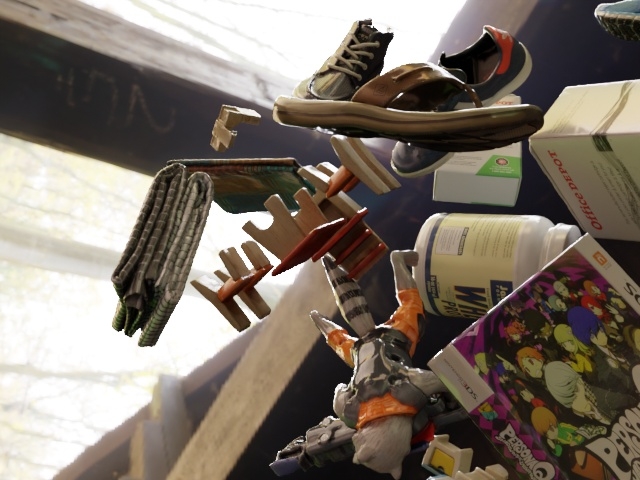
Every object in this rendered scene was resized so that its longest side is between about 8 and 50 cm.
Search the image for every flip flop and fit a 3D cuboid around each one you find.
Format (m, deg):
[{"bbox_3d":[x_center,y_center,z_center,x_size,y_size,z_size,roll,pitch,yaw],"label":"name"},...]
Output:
[{"bbox_3d":[0.081,-0.137,0.844,0.277,0.112,0.080,10,-89,28],"label":"flip flop"}]

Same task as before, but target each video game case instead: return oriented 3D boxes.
[{"bbox_3d":[0.228,0.121,0.698,0.210,0.232,0.042,50,-42,13],"label":"video game case"}]

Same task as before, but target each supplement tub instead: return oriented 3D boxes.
[{"bbox_3d":[0.391,0.059,1.868,0.324,0.235,0.236,3,-104,31],"label":"supplement tub"}]

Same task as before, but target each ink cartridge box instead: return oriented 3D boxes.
[{"bbox_3d":[0.406,-0.239,2.190,0.122,0.211,0.289,85,13,-52],"label":"ink cartridge box"},{"bbox_3d":[0.626,-0.142,1.560,0.166,0.285,0.395,-51,-151,-20],"label":"ink cartridge box"}]

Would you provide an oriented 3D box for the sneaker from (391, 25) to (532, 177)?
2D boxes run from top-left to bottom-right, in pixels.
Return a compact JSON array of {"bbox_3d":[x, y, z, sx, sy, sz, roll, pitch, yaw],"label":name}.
[{"bbox_3d":[0.246,-0.278,1.673,0.350,0.148,0.131,-48,-130,14],"label":"sneaker"}]

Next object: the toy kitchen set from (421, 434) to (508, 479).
[{"bbox_3d":[0.197,0.429,1.460,0.166,0.207,0.122,24,-78,43],"label":"toy kitchen set"}]

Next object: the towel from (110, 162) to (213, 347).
[{"bbox_3d":[-0.300,0.028,1.560,0.235,0.121,0.284,127,-20,-56],"label":"towel"}]

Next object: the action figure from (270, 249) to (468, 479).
[{"bbox_3d":[0.044,0.193,1.196,0.341,0.178,0.330,-28,-142,12],"label":"action figure"}]

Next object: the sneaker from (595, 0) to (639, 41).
[{"bbox_3d":[0.475,-0.330,1.211,0.162,0.063,0.073,5,-106,30],"label":"sneaker"}]

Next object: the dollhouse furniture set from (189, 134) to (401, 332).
[{"bbox_3d":[0.000,0.000,1.116,0.262,0.135,0.259,-44,174,16],"label":"dollhouse furniture set"}]

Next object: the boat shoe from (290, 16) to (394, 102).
[{"bbox_3d":[0.048,-0.337,1.645,0.158,0.127,0.340,-67,174,28],"label":"boat shoe"}]

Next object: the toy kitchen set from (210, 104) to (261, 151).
[{"bbox_3d":[-0.158,-0.206,1.645,0.068,0.075,0.083,45,-58,44],"label":"toy kitchen set"}]

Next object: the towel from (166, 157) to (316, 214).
[{"bbox_3d":[-0.137,-0.110,1.817,0.271,0.370,0.040,-1,-100,13],"label":"towel"}]
